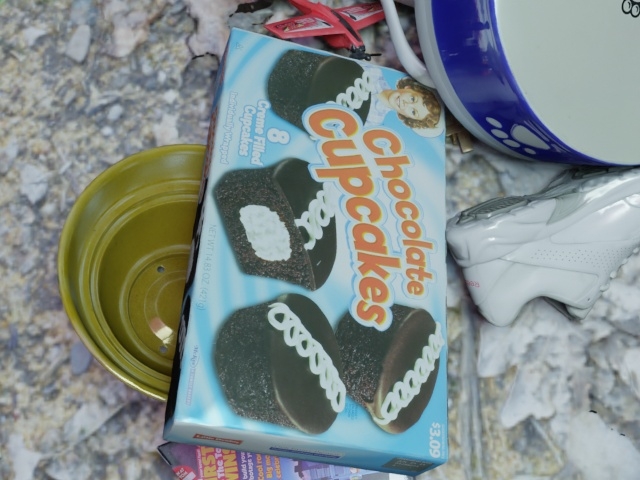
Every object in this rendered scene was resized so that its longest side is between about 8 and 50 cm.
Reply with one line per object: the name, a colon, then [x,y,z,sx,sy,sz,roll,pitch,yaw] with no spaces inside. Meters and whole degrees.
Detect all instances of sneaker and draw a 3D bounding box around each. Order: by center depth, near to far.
sneaker: [0.214,0.002,0.687,0.232,0.090,0.115,-18,103,-9]

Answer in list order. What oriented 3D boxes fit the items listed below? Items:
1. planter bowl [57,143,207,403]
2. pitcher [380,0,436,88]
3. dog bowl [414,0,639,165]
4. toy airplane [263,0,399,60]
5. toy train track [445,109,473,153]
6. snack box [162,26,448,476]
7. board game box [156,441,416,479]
planter bowl: [-0.097,0.039,0.666,0.217,0.090,0.217,9,62,-17]
pitcher: [0.081,-0.237,0.714,0.207,0.125,0.178,41,64,4]
dog bowl: [0.210,-0.189,0.642,0.265,0.104,0.265,-4,100,-22]
toy airplane: [-0.007,-0.202,0.741,0.151,0.028,0.151,13,45,-13]
toy train track: [0.120,-0.114,0.746,0.048,0.014,0.083,-15,71,7]
snack box: [0.000,0.000,0.633,0.187,0.060,0.322,12,61,-15]
board game box: [-0.022,0.196,0.656,0.194,0.060,0.194,-9,77,2]
